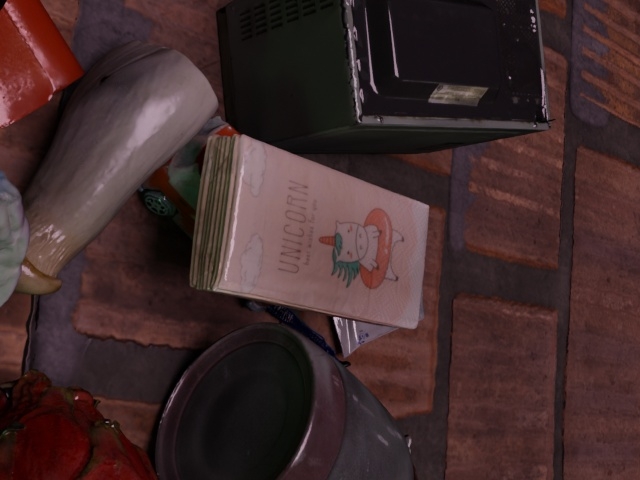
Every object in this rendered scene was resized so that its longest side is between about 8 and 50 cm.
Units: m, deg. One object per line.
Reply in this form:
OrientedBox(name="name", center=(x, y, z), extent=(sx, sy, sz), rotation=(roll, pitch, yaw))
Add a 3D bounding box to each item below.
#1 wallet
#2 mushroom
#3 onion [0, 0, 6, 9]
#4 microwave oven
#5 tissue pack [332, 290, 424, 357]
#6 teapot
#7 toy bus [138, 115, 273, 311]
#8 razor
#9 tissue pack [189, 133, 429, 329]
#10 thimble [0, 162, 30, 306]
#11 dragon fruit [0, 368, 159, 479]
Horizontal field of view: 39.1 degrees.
OrientedBox(name="wallet", center=(-0.346, -0.226, 0.923), extent=(0.142, 0.045, 0.204), rotation=(-44, 115, -36))
OrientedBox(name="mushroom", center=(-0.242, -0.081, 0.955), extent=(0.122, 0.159, 0.328), rotation=(45, 68, -24))
OrientedBox(name="onion", center=(-0.460, -0.301, 0.671), extent=(0.420, 0.398, 0.398), rotation=(41, 52, 12))
OrientedBox(name="microwave oven", center=(0.086, -0.233, 1.168), extent=(0.355, 0.286, 0.218), rotation=(-4, 88, -39))
OrientedBox(name="tissue pack", center=(0.084, 0.081, 1.307), extent=(0.193, 0.026, 0.122), rotation=(-19, 100, -42))
OrientedBox(name="teapot", center=(-0.033, 0.299, 1.076), extent=(0.315, 0.233, 0.312), rotation=(-49, 128, 0))
OrientedBox(name="toy bus", center=(-0.099, -0.036, 1.084), extent=(0.265, 0.120, 0.121), rotation=(50, 55, -29))
OrientedBox(name="razor", center=(-0.022, 0.125, 1.207), extent=(0.154, 0.044, 0.028), rotation=(46, 29, -27))
OrientedBox(name="tissue pack", center=(0.000, 0.000, 1.044), extent=(0.325, 0.071, 0.170), rotation=(17, 78, -45))
OrientedBox(name="thimble", center=(-0.362, 0.009, 0.753), extent=(0.150, 0.237, 0.237), rotation=(41, 51, 14))
OrientedBox(name="dragon fruit", center=(-0.260, 0.264, 0.831), extent=(0.244, 0.244, 0.299), rotation=(8, 58, -42))
